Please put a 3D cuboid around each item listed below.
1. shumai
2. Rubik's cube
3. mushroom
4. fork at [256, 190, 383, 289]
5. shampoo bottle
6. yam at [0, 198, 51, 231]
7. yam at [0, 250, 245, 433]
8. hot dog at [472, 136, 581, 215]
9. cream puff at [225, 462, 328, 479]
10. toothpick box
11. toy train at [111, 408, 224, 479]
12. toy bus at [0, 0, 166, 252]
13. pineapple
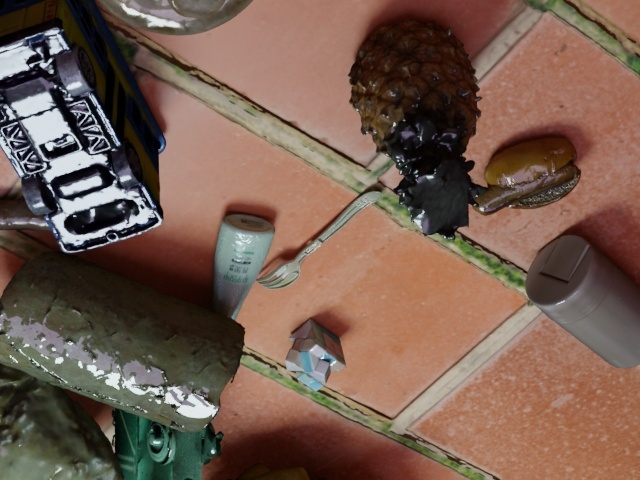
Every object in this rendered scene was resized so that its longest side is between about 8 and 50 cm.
[{"bbox_3d":[-0.452,0.331,1.805,0.330,0.288,0.292,24,135,8],"label":"shumai"},{"bbox_3d":[-0.013,0.162,1.886,0.073,0.084,0.075,-40,107,20],"label":"Rubik's cube"},{"bbox_3d":[-0.142,-0.290,1.402,0.207,0.215,0.207,-7,128,-10],"label":"mushroom"},{"bbox_3d":[0.000,0.004,1.785,0.219,0.028,0.034,-37,120,24],"label":"fork"},{"bbox_3d":[-0.114,0.049,1.804,0.069,0.041,0.191,7,130,-15],"label":"shampoo bottle"},{"bbox_3d":[-0.384,-0.027,1.712,0.327,0.045,0.045,-6,162,0],"label":"yam"},{"bbox_3d":[-0.261,0.126,1.754,0.304,0.168,0.168,23,125,-9],"label":"yam"},{"bbox_3d":[0.255,-0.077,1.723,0.140,0.060,0.090,-10,126,7],"label":"hot dog"},{"bbox_3d":[-0.062,0.463,2.018,0.378,0.378,0.275,-29,85,18],"label":"cream puff"},{"bbox_3d":[0.366,0.083,1.836,0.111,0.111,0.180,-37,125,24],"label":"toothpick box"},{"bbox_3d":[-0.215,0.327,1.885,0.115,0.154,0.269,0,91,-37],"label":"toy train"},{"bbox_3d":[-0.283,-0.144,1.534,0.138,0.175,0.288,-17,130,8],"label":"toy bus"},{"bbox_3d":[0.110,-0.118,1.532,0.158,0.279,0.158,-2,133,-2],"label":"pineapple"}]
